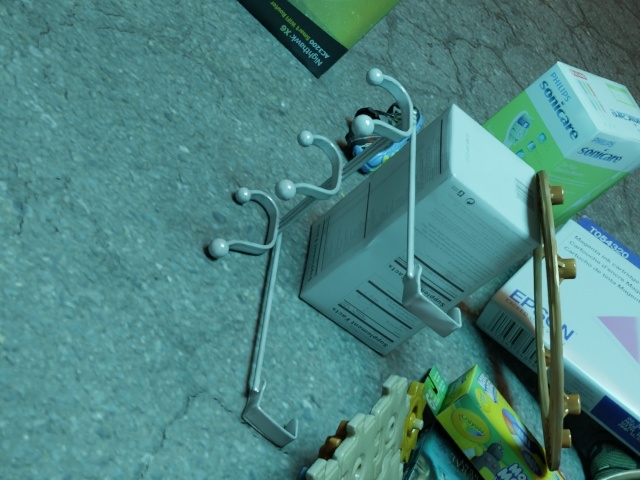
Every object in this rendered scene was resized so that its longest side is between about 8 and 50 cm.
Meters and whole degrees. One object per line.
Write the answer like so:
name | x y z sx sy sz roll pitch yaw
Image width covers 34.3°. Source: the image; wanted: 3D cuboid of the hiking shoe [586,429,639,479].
hiking shoe | 0.376 0.335 1.297 0.114 0.086 0.227 24 41 -40

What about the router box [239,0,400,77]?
router box | -0.024 -0.414 1.415 0.309 0.243 0.081 42 33 -12

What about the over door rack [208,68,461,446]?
over door rack | 0.000 0.000 1.028 0.108 0.239 0.324 29 37 -32

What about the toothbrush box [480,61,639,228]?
toothbrush box | 0.304 -0.103 1.467 0.206 0.283 0.122 4 55 -48

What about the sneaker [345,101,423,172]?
sneaker | 0.088 -0.162 1.462 0.078 0.067 0.188 53 35 -8

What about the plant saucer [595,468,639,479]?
plant saucer | 0.340 0.385 1.110 0.277 0.041 0.278 2 82 -14

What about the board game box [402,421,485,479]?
board game box | 0.161 0.301 1.122 0.186 0.026 0.126 47 32 -6

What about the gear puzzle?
gear puzzle | 0.031 0.214 0.958 0.044 0.176 0.339 13 24 22

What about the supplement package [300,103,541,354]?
supplement package | 0.109 -0.007 1.165 0.133 0.244 0.139 36 36 -21

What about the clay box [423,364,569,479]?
clay box | 0.207 0.233 1.193 0.222 0.053 0.127 52 15 1

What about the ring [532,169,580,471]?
ring | 0.263 0.088 1.167 0.336 0.032 0.337 -2 90 -81

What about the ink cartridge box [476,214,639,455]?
ink cartridge box | 0.431 0.115 1.433 0.324 0.071 0.330 38 50 15
